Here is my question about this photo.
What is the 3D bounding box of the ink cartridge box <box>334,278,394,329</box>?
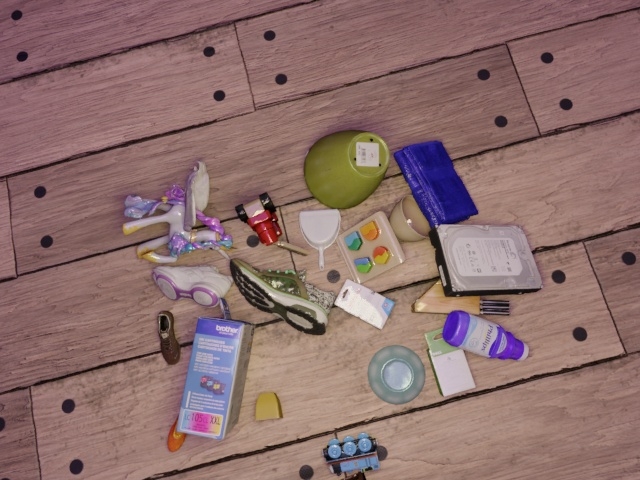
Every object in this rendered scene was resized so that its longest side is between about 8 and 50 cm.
[{"bbox_3d":[0.149,0.217,1.568,0.180,0.060,0.104,27,82,8],"label":"ink cartridge box"}]

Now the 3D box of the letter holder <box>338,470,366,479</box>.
[{"bbox_3d":[0.088,0.906,1.387,0.214,0.152,0.302,-22,78,1],"label":"letter holder"}]

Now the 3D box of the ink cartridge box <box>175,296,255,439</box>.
[{"bbox_3d":[-0.313,0.385,1.453,0.151,0.270,0.395,10,79,1],"label":"ink cartridge box"}]

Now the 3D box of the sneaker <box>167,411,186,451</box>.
[{"bbox_3d":[-0.465,0.613,1.519,0.064,0.067,0.175,20,82,5],"label":"sneaker"}]

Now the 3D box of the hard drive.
[{"bbox_3d":[0.539,0.062,1.498,0.339,0.064,0.237,1,63,-17],"label":"hard drive"}]

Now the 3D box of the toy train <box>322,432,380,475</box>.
[{"bbox_3d":[0.100,0.688,1.468,0.184,0.080,0.105,-13,84,0],"label":"toy train"}]

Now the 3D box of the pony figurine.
[{"bbox_3d":[-0.482,-0.081,1.586,0.363,0.303,0.351,-4,110,-1],"label":"pony figurine"}]

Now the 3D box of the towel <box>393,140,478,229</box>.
[{"bbox_3d":[0.409,-0.202,1.591,0.227,0.076,0.308,-18,77,-29],"label":"towel"}]

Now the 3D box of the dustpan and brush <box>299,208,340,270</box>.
[{"bbox_3d":[0.000,0.000,1.630,0.147,0.060,0.211,-3,72,5],"label":"dustpan and brush"}]

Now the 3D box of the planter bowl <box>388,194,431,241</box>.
[{"bbox_3d":[0.297,-0.060,1.576,0.162,0.109,0.162,22,51,-31],"label":"planter bowl"}]

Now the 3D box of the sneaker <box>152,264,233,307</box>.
[{"bbox_3d":[-0.446,0.144,1.606,0.305,0.114,0.152,14,35,21],"label":"sneaker"}]

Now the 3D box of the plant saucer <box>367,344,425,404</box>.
[{"bbox_3d":[0.255,0.448,1.528,0.195,0.037,0.195,-1,79,3],"label":"plant saucer"}]

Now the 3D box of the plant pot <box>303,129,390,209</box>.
[{"bbox_3d":[0.108,-0.250,1.509,0.274,0.293,0.275,0,89,-14],"label":"plant pot"}]

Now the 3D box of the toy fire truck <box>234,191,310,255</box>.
[{"bbox_3d":[-0.158,-0.031,1.566,0.158,0.217,0.246,-26,89,-3],"label":"toy fire truck"}]

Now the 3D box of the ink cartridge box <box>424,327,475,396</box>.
[{"bbox_3d":[0.420,0.395,1.515,0.109,0.062,0.209,-16,78,-1],"label":"ink cartridge box"}]

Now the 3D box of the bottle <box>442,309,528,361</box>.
[{"bbox_3d":[0.535,0.317,1.475,0.283,0.092,0.118,22,84,-14],"label":"bottle"}]

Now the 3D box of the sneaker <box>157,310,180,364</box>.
[{"bbox_3d":[-0.532,0.335,1.577,0.066,0.071,0.188,-15,78,0],"label":"sneaker"}]

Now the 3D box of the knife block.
[{"bbox_3d":[0.478,0.218,1.535,0.275,0.088,0.242,-42,79,-6],"label":"knife block"}]

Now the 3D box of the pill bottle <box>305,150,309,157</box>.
[{"bbox_3d":[-0.031,-0.301,1.673,0.043,0.083,0.043,-1,78,3],"label":"pill bottle"}]

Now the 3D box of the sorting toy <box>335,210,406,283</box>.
[{"bbox_3d":[0.165,0.027,1.574,0.208,0.038,0.193,-30,76,29],"label":"sorting toy"}]

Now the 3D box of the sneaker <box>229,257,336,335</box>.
[{"bbox_3d":[-0.125,0.161,1.583,0.410,0.158,0.182,30,51,10],"label":"sneaker"}]

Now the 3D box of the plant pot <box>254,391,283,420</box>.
[{"bbox_3d":[-0.171,0.546,1.512,0.081,0.081,0.083,-7,68,2],"label":"plant pot"}]
